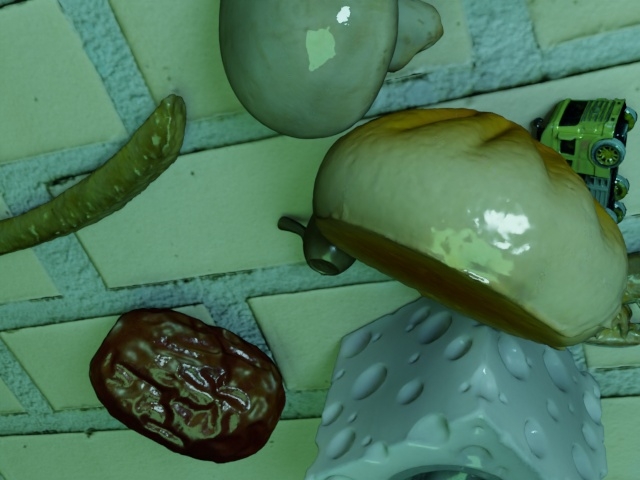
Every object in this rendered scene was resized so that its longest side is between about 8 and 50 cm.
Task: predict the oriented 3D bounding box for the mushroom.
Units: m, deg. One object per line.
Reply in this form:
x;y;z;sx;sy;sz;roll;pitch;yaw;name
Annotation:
0.013;-0.191;0.736;0.204;0.204;0.204;7;128;9;mushroom

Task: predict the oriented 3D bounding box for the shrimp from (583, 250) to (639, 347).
0.368;0.057;0.903;0.251;0.052;0.143;-23;128;37;shrimp

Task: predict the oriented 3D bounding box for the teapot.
0.000;0.000;0.945;0.110;0.080;0.085;4;150;29;teapot

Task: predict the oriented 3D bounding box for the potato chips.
-0.292;-0.052;0.984;0.407;0.057;0.080;-25;103;30;potato chips

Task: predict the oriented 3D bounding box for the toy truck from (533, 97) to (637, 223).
0.253;-0.060;0.825;0.100;0.077;0.169;11;133;24;toy truck

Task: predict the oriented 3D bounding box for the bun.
0.147;-0.026;0.757;0.299;0.299;0.165;28;85;-7;bun

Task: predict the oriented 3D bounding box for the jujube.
-0.170;0.187;1.064;0.250;0.174;0.174;29;128;-11;jujube

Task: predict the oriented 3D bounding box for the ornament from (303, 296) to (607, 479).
0.164;0.222;0.955;0.239;0.240;0.239;-31;115;32;ornament
